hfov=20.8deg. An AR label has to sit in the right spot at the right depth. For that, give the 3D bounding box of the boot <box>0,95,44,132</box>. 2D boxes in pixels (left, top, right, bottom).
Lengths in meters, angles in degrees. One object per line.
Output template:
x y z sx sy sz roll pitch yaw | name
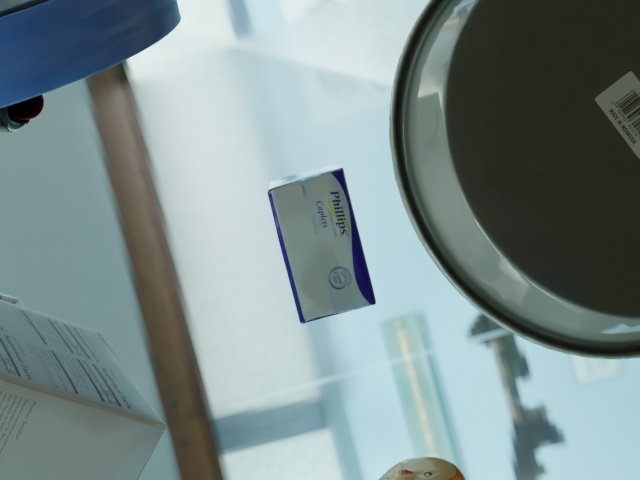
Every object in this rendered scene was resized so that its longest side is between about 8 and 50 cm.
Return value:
-0.403 -0.148 2.018 0.244 0.176 0.088 179 89 -88 | boot

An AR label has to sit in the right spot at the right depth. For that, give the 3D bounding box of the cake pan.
0.191 -0.071 1.130 0.054 0.293 0.293 145 111 -72 | cake pan

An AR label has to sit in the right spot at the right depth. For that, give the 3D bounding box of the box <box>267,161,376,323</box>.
0.000 0.000 1.580 0.137 0.072 0.126 -106 2 -85 | box

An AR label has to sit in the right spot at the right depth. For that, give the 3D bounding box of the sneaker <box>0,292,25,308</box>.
-0.418 0.109 2.015 0.282 0.161 0.102 97 -178 -69 | sneaker

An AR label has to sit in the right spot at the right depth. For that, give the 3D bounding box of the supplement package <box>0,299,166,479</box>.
-0.322 0.171 1.576 0.262 0.199 0.198 21 -167 -33 | supplement package

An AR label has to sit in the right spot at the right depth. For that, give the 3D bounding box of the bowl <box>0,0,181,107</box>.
-0.328 -0.195 1.635 0.391 0.391 0.077 -57 -45 -63 | bowl

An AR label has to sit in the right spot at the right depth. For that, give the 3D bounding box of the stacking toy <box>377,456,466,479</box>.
0.024 0.193 0.753 0.166 0.175 0.302 63 -153 -26 | stacking toy
